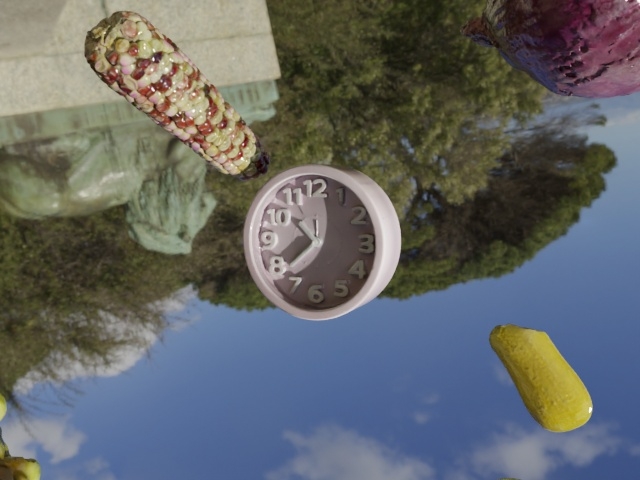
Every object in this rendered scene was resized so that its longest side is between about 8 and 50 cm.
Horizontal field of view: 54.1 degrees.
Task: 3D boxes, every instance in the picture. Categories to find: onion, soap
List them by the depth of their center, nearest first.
[{"bbox_3d":[0.306,-0.242,0.749,0.267,0.159,0.349,9,170,-26],"label":"onion"},{"bbox_3d":[0.307,0.185,0.874,0.089,0.168,0.033,-34,166,27],"label":"soap"}]

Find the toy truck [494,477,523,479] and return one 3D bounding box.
[{"bbox_3d":[0.182,0.290,0.612,0.076,0.111,0.077,1,-161,-18],"label":"toy truck"}]

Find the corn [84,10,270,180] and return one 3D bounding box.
[{"bbox_3d":[-0.170,-0.167,0.779,0.092,0.092,0.280,-7,144,36],"label":"corn"}]

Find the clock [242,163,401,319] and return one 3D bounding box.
[{"bbox_3d":[0.000,0.000,0.806,0.197,0.196,0.068,-9,-179,25],"label":"clock"}]

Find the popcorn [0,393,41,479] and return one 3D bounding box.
[{"bbox_3d":[-0.366,0.241,0.509,0.247,0.282,0.282,-35,171,35],"label":"popcorn"}]
